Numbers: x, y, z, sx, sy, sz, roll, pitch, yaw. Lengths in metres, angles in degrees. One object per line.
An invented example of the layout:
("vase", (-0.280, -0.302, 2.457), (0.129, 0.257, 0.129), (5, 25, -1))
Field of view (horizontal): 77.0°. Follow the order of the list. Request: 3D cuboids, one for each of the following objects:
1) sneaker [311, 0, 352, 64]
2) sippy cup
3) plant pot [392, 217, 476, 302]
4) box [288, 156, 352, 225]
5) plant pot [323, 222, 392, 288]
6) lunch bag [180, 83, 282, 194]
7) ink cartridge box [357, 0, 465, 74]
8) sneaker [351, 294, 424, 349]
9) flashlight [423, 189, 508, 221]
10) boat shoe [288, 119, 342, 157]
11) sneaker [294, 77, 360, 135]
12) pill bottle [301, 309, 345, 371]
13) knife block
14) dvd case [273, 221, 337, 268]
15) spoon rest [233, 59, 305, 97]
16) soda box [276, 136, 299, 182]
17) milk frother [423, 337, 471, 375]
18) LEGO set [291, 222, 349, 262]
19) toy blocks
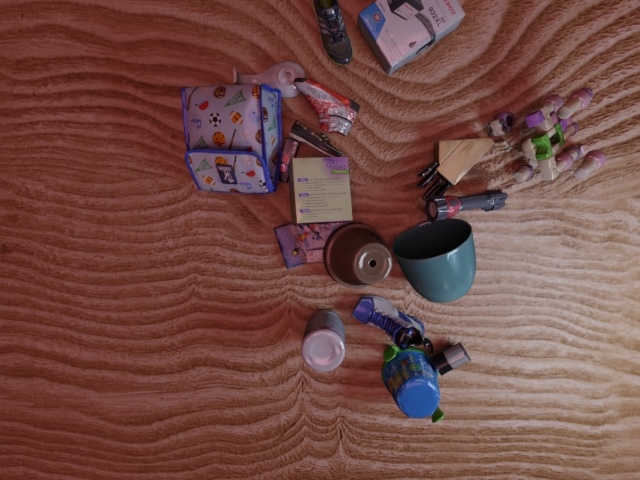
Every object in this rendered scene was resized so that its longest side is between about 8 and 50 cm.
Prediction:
("sneaker", (0.037, -0.796, 1.474), (0.111, 0.121, 0.300), (-22, 97, 6))
("sippy cup", (0.372, 0.579, 1.608), (0.305, 0.224, 0.240), (17, 98, 1))
("plant pot", (0.444, 0.089, 1.511), (0.293, 0.293, 0.235), (-21, 112, 6))
("box", (-0.004, -0.185, 1.526), (0.213, 0.117, 0.243), (-4, 90, -13))
("plant pot", (0.159, 0.072, 1.514), (0.263, 0.229, 0.263), (-2, 98, -13))
("lunch bag", (-0.320, -0.367, 1.495), (0.327, 0.239, 0.386), (5, 105, 14))
("ink cartridge box", (0.321, -0.796, 1.455), (0.307, 0.129, 0.223), (-33, 95, 7))
("sneaker", (0.287, 0.330, 1.597), (0.315, 0.182, 0.127), (25, 97, -1))
("flashlight", (0.546, -0.134, 1.521), (0.304, 0.103, 0.103), (-8, 121, -18))
("boat shoe", (-0.011, -0.389, 1.557), (0.227, 0.081, 0.069), (28, 103, 1))
("sneaker", (0.005, -0.498, 1.524), (0.270, 0.090, 0.145), (22, 99, -11))
("pill bottle", (0.016, 0.375, 1.567), (0.160, 0.283, 0.160), (0, 98, 3))
("knife block", (0.512, -0.263, 1.545), (0.275, 0.088, 0.242), (-3, 100, 4))
("dvd case", (-0.047, -0.004, 1.647), (0.253, 0.022, 0.180), (-18, 96, 6))
("spoon rest", (-0.194, -0.623, 1.545), (0.276, 0.084, 0.137), (-1, 100, -10))
("soda box", (-0.134, -0.316, 1.589), (0.060, 0.053, 0.169), (19, 98, 1))
("milk frother", (0.507, 0.445, 1.629), (0.134, 0.129, 0.143), (-33, 102, 11))
("LEGO set", (0.000, 0.000, 1.603), (0.244, 0.060, 0.183), (-5, 97, 0))
("toy blocks", (0.852, -0.390, 1.470), (0.260, 0.309, 0.289), (-36, 109, -25))
